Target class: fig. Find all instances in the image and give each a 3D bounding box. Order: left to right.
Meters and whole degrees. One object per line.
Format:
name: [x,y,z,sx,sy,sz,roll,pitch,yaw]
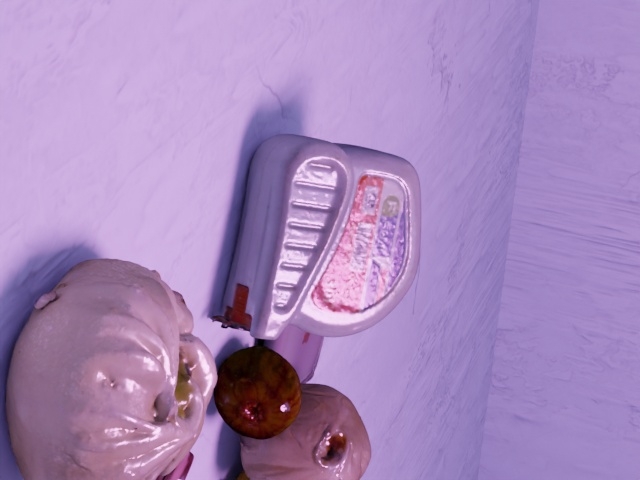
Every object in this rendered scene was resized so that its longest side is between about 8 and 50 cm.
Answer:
fig: [-0.074,0.178,1.923,0.103,0.109,0.154,-38,-169,21]

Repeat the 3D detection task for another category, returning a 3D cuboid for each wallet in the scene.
wallet: [-0.031,0.089,2.058,0.170,0.069,0.231,-33,140,-60]

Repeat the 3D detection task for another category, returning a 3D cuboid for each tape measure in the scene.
tape measure: [-0.001,0.000,1.880,0.246,0.125,0.243,9,96,-33]

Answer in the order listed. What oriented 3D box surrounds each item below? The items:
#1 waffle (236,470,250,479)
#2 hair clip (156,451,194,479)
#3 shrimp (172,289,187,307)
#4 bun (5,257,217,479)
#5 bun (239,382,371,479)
waffle: [-0.075,0.365,2.125,0.293,0.069,0.259,87,27,-46]
hair clip: [-0.208,0.244,1.661,0.138,0.102,0.123,-44,-165,54]
shrimp: [-0.172,0.130,1.697,0.091,0.034,0.161,-43,138,-42]
bun: [-0.185,0.141,1.434,0.259,0.160,0.259,16,90,-75]
bun: [-0.011,0.262,1.976,0.173,0.113,0.166,-42,103,-34]
